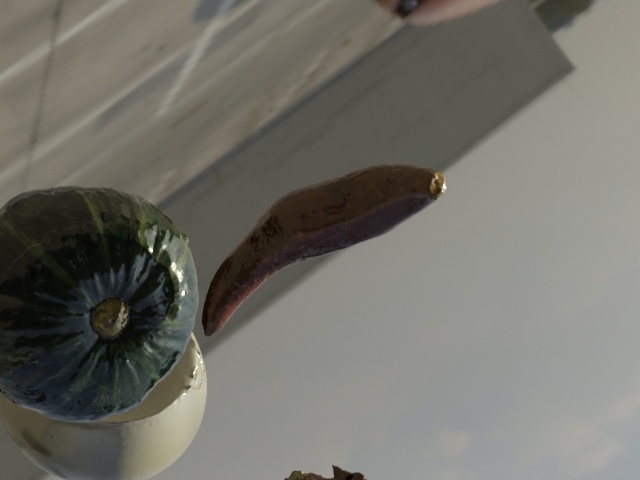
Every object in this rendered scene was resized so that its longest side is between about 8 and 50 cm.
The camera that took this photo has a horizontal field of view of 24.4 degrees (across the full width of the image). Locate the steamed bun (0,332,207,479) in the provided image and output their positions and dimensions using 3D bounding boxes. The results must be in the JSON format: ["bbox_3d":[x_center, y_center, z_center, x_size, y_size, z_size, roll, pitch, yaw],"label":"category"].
[{"bbox_3d":[-0.333,0.225,2.249,0.324,0.324,0.206,-38,155,-36],"label":"steamed bun"}]

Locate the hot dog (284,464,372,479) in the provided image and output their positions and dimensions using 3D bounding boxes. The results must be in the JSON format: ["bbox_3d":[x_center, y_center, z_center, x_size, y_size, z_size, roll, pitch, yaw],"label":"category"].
[{"bbox_3d":[0.032,0.330,1.634,0.213,0.103,0.146,11,-108,32],"label":"hot dog"}]

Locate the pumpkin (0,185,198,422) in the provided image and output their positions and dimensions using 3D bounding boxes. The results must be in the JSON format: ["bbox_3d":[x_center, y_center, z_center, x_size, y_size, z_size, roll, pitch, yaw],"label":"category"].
[{"bbox_3d":[-0.207,0.050,1.273,0.211,0.212,0.152,-38,-147,-25],"label":"pumpkin"}]

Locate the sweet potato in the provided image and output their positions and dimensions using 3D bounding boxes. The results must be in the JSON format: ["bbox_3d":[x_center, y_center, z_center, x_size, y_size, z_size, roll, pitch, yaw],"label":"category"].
[{"bbox_3d":[-0.005,-0.008,1.206,0.255,0.078,0.058,-29,149,25],"label":"sweet potato"}]
